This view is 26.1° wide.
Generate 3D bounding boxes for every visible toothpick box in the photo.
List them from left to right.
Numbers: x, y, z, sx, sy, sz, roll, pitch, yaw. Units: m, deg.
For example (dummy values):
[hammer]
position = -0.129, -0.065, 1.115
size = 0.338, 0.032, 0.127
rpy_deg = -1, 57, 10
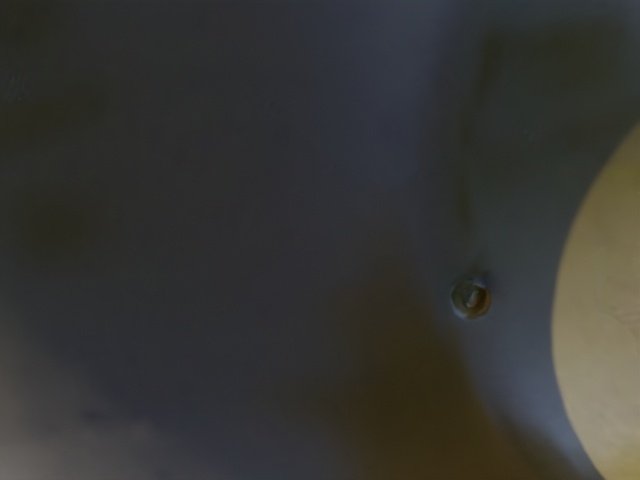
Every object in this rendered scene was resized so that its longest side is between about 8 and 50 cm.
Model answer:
[toothpick box]
position = 0.000, 0.000, 0.532
size = 0.425, 0.409, 0.409
rpy_deg = -10, 75, 34
